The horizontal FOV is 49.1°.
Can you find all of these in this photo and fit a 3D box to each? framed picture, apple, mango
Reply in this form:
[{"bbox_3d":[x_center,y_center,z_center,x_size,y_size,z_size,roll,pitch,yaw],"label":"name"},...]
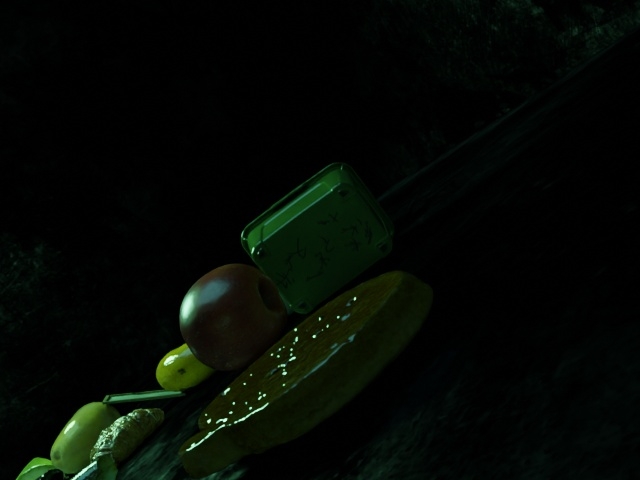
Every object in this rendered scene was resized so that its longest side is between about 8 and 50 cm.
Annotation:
[{"bbox_3d":[-0.448,0.397,1.789,0.200,0.010,0.136,-4,-4,-13],"label":"framed picture"},{"bbox_3d":[-0.185,0.163,1.485,0.201,0.218,0.218,-28,6,18],"label":"apple"},{"bbox_3d":[-0.298,0.297,1.764,0.262,0.109,0.157,-31,-5,17],"label":"mango"}]

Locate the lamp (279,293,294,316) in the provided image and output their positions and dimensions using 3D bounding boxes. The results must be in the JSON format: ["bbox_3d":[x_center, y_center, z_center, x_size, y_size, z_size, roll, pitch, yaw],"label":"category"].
[{"bbox_3d":[-0.125,0.174,1.758,0.106,0.106,0.193,-35,12,33],"label":"lamp"}]

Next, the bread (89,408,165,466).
[{"bbox_3d":[-0.434,0.432,1.539,0.105,0.076,0.233,-32,4,35],"label":"bread"}]

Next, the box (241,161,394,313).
[{"bbox_3d":[0.000,0.000,1.642,0.328,0.253,0.178,-38,12,3],"label":"box"}]

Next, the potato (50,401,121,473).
[{"bbox_3d":[-0.563,0.476,1.706,0.146,0.150,0.234,3,9,-2],"label":"potato"}]

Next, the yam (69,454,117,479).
[{"bbox_3d":[-0.422,0.449,1.239,0.146,0.070,0.070,-37,3,-15],"label":"yam"}]

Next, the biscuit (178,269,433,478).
[{"bbox_3d":[-0.024,0.173,0.878,0.350,0.070,0.394,-40,3,-20],"label":"biscuit"}]

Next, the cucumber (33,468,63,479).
[{"bbox_3d":[-0.651,0.591,1.460,0.081,0.072,0.303,-37,5,31],"label":"cucumber"}]

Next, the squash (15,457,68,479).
[{"bbox_3d":[-0.764,0.639,1.924,0.169,0.093,0.252,-39,4,-8],"label":"squash"}]
